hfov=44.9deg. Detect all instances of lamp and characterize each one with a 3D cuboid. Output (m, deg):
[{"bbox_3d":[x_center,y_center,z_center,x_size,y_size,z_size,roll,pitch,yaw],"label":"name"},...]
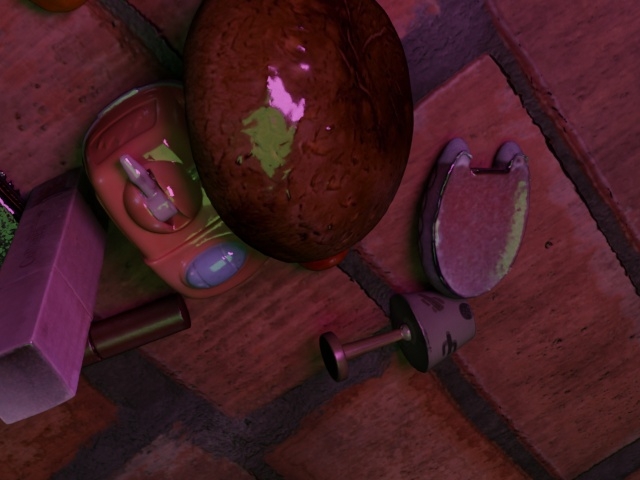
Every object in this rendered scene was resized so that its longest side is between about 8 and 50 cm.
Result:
[{"bbox_3d":[0.111,0.139,1.111,0.215,0.121,0.121,-17,121,-17],"label":"lamp"}]

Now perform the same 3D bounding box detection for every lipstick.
[{"bbox_3d":[-0.355,0.157,1.076,0.357,0.057,0.057,-21,120,1],"label":"lipstick"},{"bbox_3d":[-0.291,0.037,0.839,0.076,0.371,0.079,-23,120,3],"label":"lipstick"}]

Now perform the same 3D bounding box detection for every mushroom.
[{"bbox_3d":[-0.015,-0.138,0.823,0.345,0.345,0.239,38,146,-26],"label":"mushroom"}]

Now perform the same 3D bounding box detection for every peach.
[{"bbox_3d":[0.000,0.001,1.053,0.098,0.061,0.098,-1,122,-2],"label":"peach"}]

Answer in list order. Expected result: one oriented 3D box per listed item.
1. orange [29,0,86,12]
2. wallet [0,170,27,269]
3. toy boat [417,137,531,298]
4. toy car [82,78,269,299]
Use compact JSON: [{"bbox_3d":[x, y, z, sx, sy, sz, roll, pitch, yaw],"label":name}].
[{"bbox_3d":[-0.290,-0.287,0.840,0.086,0.062,0.086,-3,120,-6],"label":"orange"},{"bbox_3d":[-0.490,-0.025,0.948,0.221,0.071,0.262,-31,113,8],"label":"wallet"},{"bbox_3d":[0.204,-0.030,1.076,0.155,0.085,0.227,0,108,-20],"label":"toy boat"},{"bbox_3d":[-0.155,-0.046,0.910,0.180,0.212,0.270,-33,119,8],"label":"toy car"}]
